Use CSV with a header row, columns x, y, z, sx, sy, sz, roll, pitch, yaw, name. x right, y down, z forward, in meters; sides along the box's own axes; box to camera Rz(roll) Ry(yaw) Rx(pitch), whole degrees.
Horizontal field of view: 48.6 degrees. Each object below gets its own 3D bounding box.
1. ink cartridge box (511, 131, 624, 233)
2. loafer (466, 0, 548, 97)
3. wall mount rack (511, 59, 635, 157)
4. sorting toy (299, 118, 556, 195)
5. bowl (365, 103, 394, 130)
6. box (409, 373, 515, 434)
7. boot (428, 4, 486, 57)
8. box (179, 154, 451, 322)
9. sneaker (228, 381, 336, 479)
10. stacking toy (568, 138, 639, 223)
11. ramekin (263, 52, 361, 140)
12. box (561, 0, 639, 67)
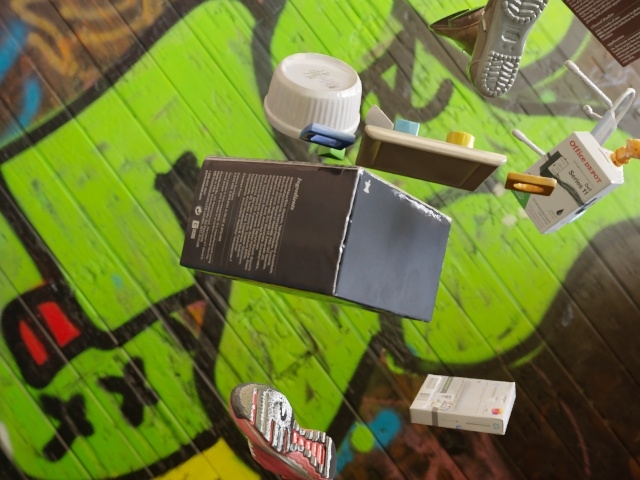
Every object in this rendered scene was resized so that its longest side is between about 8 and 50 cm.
x,y,z,sx,sy,sz,roll,pitch,yaw,name
0.570,-0.135,1.657,0.086,0.153,0.208,-8,152,-49,ink cartridge box
0.293,-0.360,1.144,0.087,0.094,0.251,43,-65,60,loafer
0.628,-0.276,1.785,0.350,0.130,0.304,-54,150,6,wall mount rack
0.145,-0.119,0.961,0.196,0.347,0.047,99,4,-84,sorting toy
0.180,-0.315,2.063,0.053,0.142,0.142,-40,171,0,bowl
0.292,0.331,1.448,0.186,0.038,0.145,0,-161,24,box
0.349,-0.508,1.757,0.112,0.115,0.305,-27,-161,2,boot
0.000,0.000,1.773,0.471,0.298,0.479,6,172,36,box
-0.098,0.394,1.378,0.136,0.314,0.116,-22,-142,26,sneaker
0.769,-0.194,1.968,0.165,0.175,0.302,-25,171,-44,stacking toy
-0.011,-0.305,1.480,0.207,0.207,0.109,-36,150,-43,ramekin
0.724,-0.638,1.763,0.191,0.381,0.143,-30,-154,51,box
